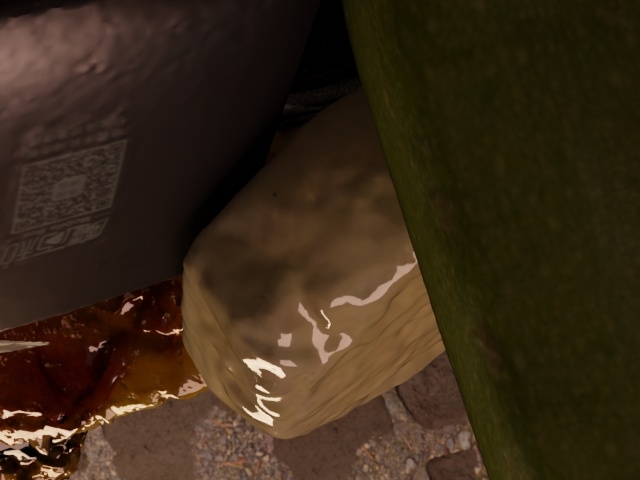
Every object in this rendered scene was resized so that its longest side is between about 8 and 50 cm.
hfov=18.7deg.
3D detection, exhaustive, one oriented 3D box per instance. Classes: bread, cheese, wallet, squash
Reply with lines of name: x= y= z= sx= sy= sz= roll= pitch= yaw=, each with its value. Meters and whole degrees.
bread: x=-0.125 y=0.040 z=1.469 sx=0.380 sy=0.185 sz=0.109 roll=-20 pitch=173 yaw=28
cheese: x=0.057 y=-0.005 z=1.226 sx=0.318 sy=0.115 sz=0.326 roll=-45 pitch=165 yaw=27
wallet: x=0.046 y=-0.135 z=1.298 sx=0.262 sy=0.071 sz=0.221 roll=-20 pitch=178 yaw=20
squash: x=0.160 y=-0.055 z=0.956 sx=0.263 sy=0.384 sz=0.263 roll=-18 pitch=173 yaw=-2

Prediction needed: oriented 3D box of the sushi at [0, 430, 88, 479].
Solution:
sushi: x=-0.286 y=0.135 z=1.695 sx=0.204 sy=0.200 sz=0.213 roll=-16 pitch=-159 yaw=-28

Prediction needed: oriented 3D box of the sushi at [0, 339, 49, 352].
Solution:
sushi: x=-0.302 y=0.051 z=1.215 sx=0.210 sy=0.040 sz=0.193 roll=5 pitch=169 yaw=-42

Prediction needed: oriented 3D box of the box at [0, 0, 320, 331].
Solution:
box: x=-0.152 y=-0.054 z=1.048 sx=0.290 sy=0.073 sz=0.289 roll=-17 pitch=151 yaw=-26
